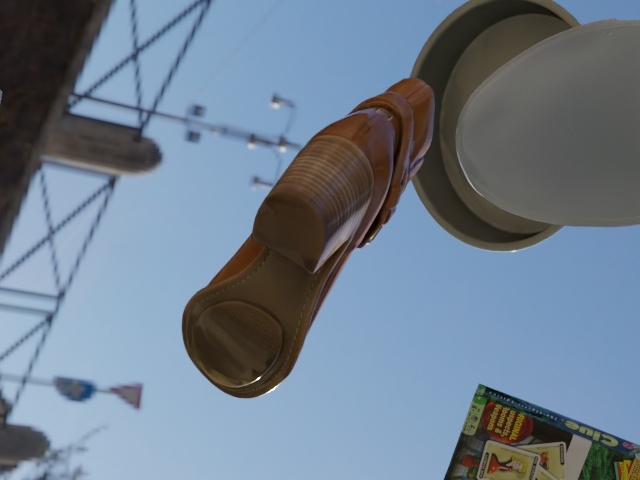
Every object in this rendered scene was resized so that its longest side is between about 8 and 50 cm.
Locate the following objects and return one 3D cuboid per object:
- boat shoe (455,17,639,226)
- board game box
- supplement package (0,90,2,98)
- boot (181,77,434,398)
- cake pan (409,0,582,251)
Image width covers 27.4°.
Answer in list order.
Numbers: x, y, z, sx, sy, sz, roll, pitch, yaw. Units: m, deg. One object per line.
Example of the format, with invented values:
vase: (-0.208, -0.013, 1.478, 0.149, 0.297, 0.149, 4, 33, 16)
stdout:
boat shoe: (0.227, -0.083, 0.708, 0.105, 0.306, 0.113, -3, 73, -76)
board game box: (0.132, 0.244, 0.930, 0.030, 0.136, 0.260, -42, 150, -73)
supplement package: (-0.333, -0.046, 1.013, 0.105, 0.105, 0.179, -2, -106, 39)
boot: (0.000, 0.000, 0.783, 0.152, 0.073, 0.197, -47, 174, -46)
cake pan: (0.216, -0.134, 1.485, 0.293, 0.054, 0.293, 2, -87, 46)
